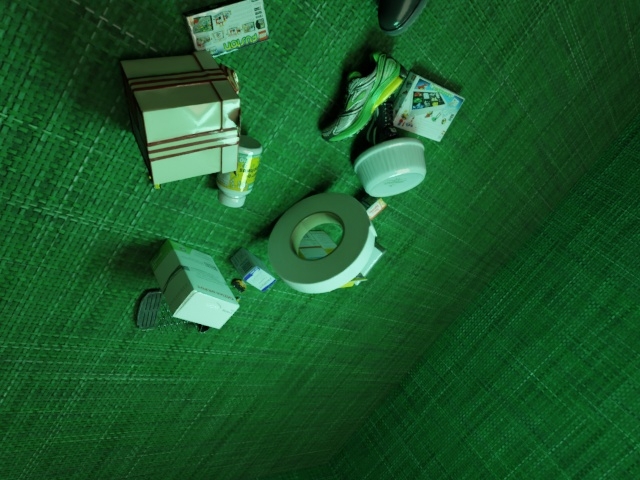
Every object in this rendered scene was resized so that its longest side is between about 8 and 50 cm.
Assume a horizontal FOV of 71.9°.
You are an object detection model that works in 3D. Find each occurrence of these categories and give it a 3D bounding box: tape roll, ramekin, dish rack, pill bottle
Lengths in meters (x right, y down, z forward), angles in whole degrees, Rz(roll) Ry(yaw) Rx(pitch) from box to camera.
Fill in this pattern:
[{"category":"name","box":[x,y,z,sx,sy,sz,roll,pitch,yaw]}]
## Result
[{"category":"tape roll","box":[0.000,0.000,1.564,0.392,0.392,0.072,-38,140,-3]},{"category":"ramekin","box":[0.266,-0.261,1.644,0.273,0.127,0.273,-13,166,-3]},{"category":"dish rack","box":[-0.526,0.260,1.626,0.271,0.074,0.208,-2,125,-37]},{"category":"pill bottle","box":[-0.260,-0.214,1.374,0.117,0.117,0.208,-4,127,-36]}]

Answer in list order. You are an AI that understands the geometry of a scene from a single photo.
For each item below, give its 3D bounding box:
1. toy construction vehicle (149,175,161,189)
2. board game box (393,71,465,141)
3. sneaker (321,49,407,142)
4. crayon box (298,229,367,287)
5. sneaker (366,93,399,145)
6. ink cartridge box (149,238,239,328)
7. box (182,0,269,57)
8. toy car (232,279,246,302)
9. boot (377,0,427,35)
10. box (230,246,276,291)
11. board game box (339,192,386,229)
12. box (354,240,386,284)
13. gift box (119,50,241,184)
[{"category":"toy construction vehicle","box":[-0.460,-0.205,1.295,0.086,0.035,0.098,-13,131,-15]},{"category":"board game box","box":[0.405,-0.503,1.689,0.305,0.053,0.193,5,123,-41]},{"category":"sneaker","box":[0.116,-0.472,1.458,0.146,0.134,0.343,35,106,-24]},{"category":"crayon box","box":[0.002,0.086,1.692,0.203,0.323,0.083,-2,127,-37]},{"category":"sneaker","box":[0.246,-0.430,1.576,0.079,0.121,0.217,-11,132,-32]},{"category":"ink cartridge box","box":[-0.416,0.142,1.450,0.115,0.273,0.198,-49,139,9]},{"category":"box","box":[-0.240,-0.554,1.145,0.207,0.036,0.114,-26,138,-18]},{"category":"toy car","box":[-0.333,0.198,1.767,0.122,0.060,0.040,-54,-174,40]},{"category":"boot","box":[0.154,-0.812,1.134,0.445,0.146,0.367,15,106,-49]},{"category":"box","box":[-0.254,0.111,1.665,0.072,0.126,0.137,-44,140,2]},{"category":"board game box","box":[0.160,-0.107,1.782,0.193,0.147,0.045,-43,110,3]},{"category":"box","box":[0.183,0.081,1.934,0.181,0.119,0.182,-54,170,12]},{"category":"gift box","box":[-0.326,-0.293,1.115,0.258,0.276,0.255,-18,151,-25]}]
